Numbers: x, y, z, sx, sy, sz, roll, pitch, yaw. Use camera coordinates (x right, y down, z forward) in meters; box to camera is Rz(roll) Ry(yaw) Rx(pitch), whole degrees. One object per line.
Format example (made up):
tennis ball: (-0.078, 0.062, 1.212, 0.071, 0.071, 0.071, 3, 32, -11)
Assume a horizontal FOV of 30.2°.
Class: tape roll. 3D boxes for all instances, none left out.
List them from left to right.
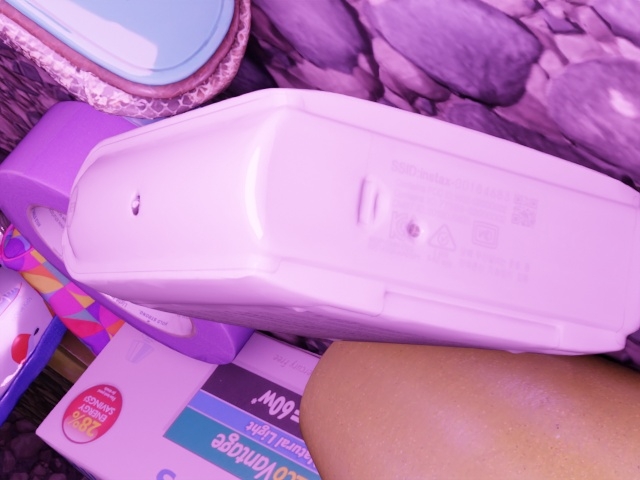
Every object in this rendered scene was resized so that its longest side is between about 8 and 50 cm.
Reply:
tape roll: (-0.167, -0.003, 1.096, 0.275, 0.090, 0.274, 31, 159, 13)

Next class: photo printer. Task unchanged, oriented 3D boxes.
photo printer: (0.000, 0.000, 0.703, 0.256, 0.107, 0.308, 13, 171, -29)

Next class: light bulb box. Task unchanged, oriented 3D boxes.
light bulb box: (-0.055, 0.278, 1.330, 0.358, 0.225, 0.361, 19, 153, 38)

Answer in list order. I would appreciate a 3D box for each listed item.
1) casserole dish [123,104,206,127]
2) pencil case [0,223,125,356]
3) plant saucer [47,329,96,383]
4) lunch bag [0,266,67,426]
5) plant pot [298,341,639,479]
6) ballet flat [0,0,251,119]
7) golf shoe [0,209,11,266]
casserole dish: (-0.159, -0.125, 0.834, 0.188, 0.037, 0.114, 33, -175, 9)
pencil case: (-0.272, 0.054, 1.361, 0.104, 0.104, 0.236, 13, 149, 46)
plant saucer: (-0.412, 0.184, 1.938, 0.241, 0.037, 0.241, 31, 159, 13)
lunch bag: (-0.566, 0.132, 1.659, 0.386, 0.327, 0.239, 26, 162, 20)
plant pot: (0.129, 0.175, 0.830, 0.293, 0.275, 0.274, 35, 163, 37)
ballet flat: (-0.252, -0.232, 0.663, 0.483, 0.164, 0.182, 39, 169, -17)
golf shoe: (-0.443, -0.014, 1.455, 0.105, 0.120, 0.273, 45, 159, -27)
